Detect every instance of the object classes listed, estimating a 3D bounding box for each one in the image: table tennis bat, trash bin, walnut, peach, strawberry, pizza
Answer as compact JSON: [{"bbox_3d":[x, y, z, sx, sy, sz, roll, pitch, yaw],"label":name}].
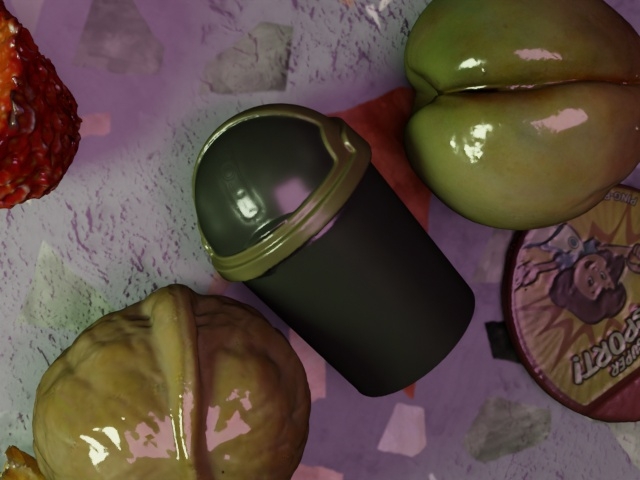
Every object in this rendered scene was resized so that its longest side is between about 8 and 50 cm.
[{"bbox_3d":[0.379,0.120,1.981,0.268,0.051,0.414,-34,101,-11],"label":"table tennis bat"},{"bbox_3d":[0.000,0.000,1.768,0.214,0.214,0.334,-43,111,-9],"label":"trash bin"},{"bbox_3d":[-0.154,0.188,1.712,0.296,0.285,0.285,-7,97,-10],"label":"walnut"},{"bbox_3d":[0.231,-0.156,1.807,0.292,0.247,0.292,4,74,-13],"label":"peach"},{"bbox_3d":[-0.319,-0.126,1.673,0.178,0.234,0.234,19,90,-45],"label":"strawberry"},{"bbox_3d":[-0.327,0.297,1.768,0.131,0.041,0.178,-26,124,13],"label":"pizza"}]
